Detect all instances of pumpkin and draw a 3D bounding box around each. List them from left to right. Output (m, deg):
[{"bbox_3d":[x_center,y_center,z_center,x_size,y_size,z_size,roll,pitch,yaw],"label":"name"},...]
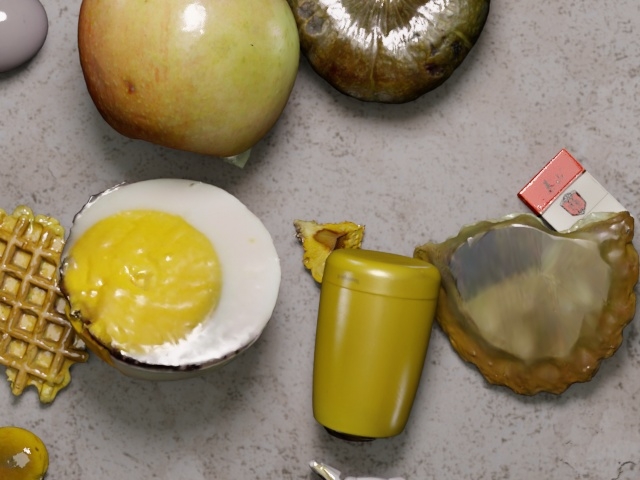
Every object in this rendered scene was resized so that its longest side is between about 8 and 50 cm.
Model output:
[{"bbox_3d":[0.103,-0.323,1.758,0.324,0.242,0.232,-7,78,5],"label":"pumpkin"}]

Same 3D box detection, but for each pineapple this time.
[{"bbox_3d":[0.000,0.000,1.830,0.114,0.077,0.114,29,84,16],"label":"pineapple"}]

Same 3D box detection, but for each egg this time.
[{"bbox_3d":[-0.516,-0.328,1.819,0.198,0.146,0.146,-1,87,8],"label":"egg"},{"bbox_3d":[-0.220,0.080,1.763,0.337,0.201,0.337,1,62,-2],"label":"egg"}]

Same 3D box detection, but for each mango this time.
[{"bbox_3d":[-0.496,0.336,1.821,0.161,0.076,0.103,3,92,5],"label":"mango"}]

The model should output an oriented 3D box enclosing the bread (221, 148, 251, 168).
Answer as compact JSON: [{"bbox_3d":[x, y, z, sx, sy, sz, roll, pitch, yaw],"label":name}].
[{"bbox_3d":[-0.178,-0.206,1.860,0.193,0.036,0.112,31,87,2],"label":"bread"}]

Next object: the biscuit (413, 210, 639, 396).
[{"bbox_3d":[0.324,0.060,1.785,0.329,0.078,0.335,45,103,3],"label":"biscuit"}]

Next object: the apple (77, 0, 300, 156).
[{"bbox_3d":[-0.189,-0.261,1.696,0.319,0.319,0.277,7,86,2],"label":"apple"}]

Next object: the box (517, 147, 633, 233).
[{"bbox_3d":[0.392,-0.053,1.832,0.100,0.048,0.152,-45,89,-3],"label":"box"}]

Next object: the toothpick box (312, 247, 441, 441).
[{"bbox_3d":[0.075,0.158,1.764,0.175,0.175,0.271,9,97,2],"label":"toothpick box"}]

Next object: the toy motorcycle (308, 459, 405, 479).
[{"bbox_3d":[0.068,0.414,1.804,0.228,0.074,0.151,33,86,4],"label":"toy motorcycle"}]

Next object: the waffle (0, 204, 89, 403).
[{"bbox_3d":[-0.478,0.099,1.841,0.301,0.058,0.281,45,89,2],"label":"waffle"}]
